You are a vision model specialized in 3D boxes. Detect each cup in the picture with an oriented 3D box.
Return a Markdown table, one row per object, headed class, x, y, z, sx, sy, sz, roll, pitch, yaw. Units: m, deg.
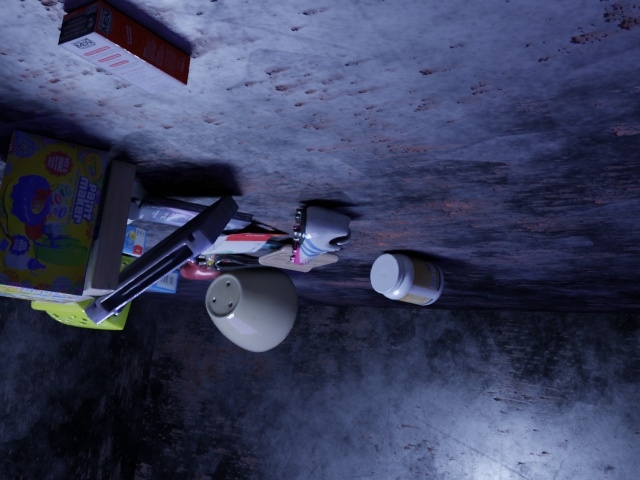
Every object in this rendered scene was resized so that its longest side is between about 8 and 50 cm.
| class | x | y | z | sx | sy | sz | roll | pitch | yaw |
| --- | --- | --- | --- | --- | --- | --- | --- | --- | --- |
| cup | -0.284 | 0.231 | 2.265 | 0.331 | 0.330 | 0.237 | -2 | 163 | 32 |

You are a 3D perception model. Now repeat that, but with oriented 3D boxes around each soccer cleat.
| class | x | y | z | sx | sy | sz | roll | pitch | yaw |
| --- | --- | --- | --- | --- | --- | --- | --- | --- | --- |
| soccer cleat | 0.000 | 0.000 | 1.547 | 0.143 | 0.115 | 0.331 | 7 | 168 | -3 |

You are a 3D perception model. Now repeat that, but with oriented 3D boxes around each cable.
| class | x | y | z | sx | sy | sz | roll | pitch | yaw |
| --- | --- | --- | --- | --- | --- | --- | --- | --- | --- |
| cable | -0.283 | 0.064 | 2.179 | 0.288 | 0.072 | 0.139 | -3 | 162 | -22 |

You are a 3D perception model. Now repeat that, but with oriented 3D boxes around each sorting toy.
| class | x | y | z | sx | sy | sz | roll | pitch | yaw |
| --- | --- | --- | --- | --- | --- | --- | --- | --- | --- |
| sorting toy | -0.071 | 0.052 | 1.944 | 0.193 | 0.038 | 0.208 | 11 | 162 | -26 |

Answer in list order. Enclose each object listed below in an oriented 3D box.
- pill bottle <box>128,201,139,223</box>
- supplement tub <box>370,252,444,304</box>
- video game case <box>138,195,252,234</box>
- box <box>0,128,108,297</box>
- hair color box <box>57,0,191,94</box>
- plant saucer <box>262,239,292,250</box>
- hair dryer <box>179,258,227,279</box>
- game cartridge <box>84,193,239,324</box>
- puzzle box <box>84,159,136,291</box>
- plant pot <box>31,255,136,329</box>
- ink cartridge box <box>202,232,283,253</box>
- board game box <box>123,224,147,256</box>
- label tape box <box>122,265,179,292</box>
| class | x | y | z | sx | sy | sz | roll | pitch | yaw |
| --- | --- | --- | --- | --- | --- | --- | --- | --- | --- |
| pill bottle | -0.518 | -0.070 | 1.573 | 0.116 | 0.065 | 0.065 | -5 | 164 | 38 |
| supplement tub | 0.270 | 0.119 | 1.913 | 0.200 | 0.144 | 0.144 | 15 | 165 | -36 |
| video game case | -0.341 | -0.062 | 1.630 | 0.275 | 0.026 | 0.196 | 11 | 167 | -22 |
| box | -0.564 | -0.031 | 1.243 | 0.177 | 0.289 | 0.279 | 13 | 165 | -27 |
| hair color box | -0.236 | -0.231 | 0.752 | 0.072 | 0.043 | 0.141 | -3 | 167 | 33 |
| plant saucer | -0.116 | 0.021 | 1.933 | 0.192 | 0.018 | 0.067 | 12 | 166 | -25 |
| hair dryer | -0.477 | 0.097 | 2.296 | 0.294 | 0.080 | 0.224 | 12 | 165 | -31 |
| game cartridge | -0.349 | 0.039 | 1.387 | 0.355 | 0.068 | 0.230 | -33 | -169 | 19 |
| puzzle box | -0.515 | -0.004 | 1.393 | 0.052 | 0.271 | 0.409 | 13 | 166 | -30 |
| plant pot | -0.712 | 0.132 | 1.835 | 0.227 | 0.228 | 0.207 | 2 | 162 | 20 |
| ink cartridge box | -0.229 | 0.011 | 1.774 | 0.225 | 0.056 | 0.181 | -2 | 179 | 36 |
| board game box | -0.751 | -0.013 | 1.891 | 0.308 | 0.086 | 0.302 | -6 | 164 | 42 |
| label tape box | -0.825 | 0.157 | 2.667 | 0.334 | 0.105 | 0.241 | -1 | 166 | 31 |
